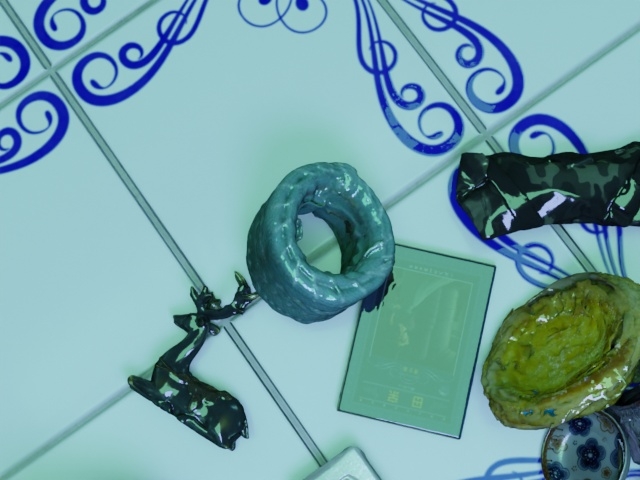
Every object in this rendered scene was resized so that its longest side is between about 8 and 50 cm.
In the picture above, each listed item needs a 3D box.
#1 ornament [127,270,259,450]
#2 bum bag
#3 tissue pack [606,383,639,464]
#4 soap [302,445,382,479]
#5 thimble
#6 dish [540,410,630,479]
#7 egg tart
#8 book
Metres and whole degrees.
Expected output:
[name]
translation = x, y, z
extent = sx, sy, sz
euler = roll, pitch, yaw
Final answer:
[ornament]
translation = -0.148, 0.169, 1.563
extent = 0.202, 0.080, 0.236
euler = 30, 83, 11
[bum bag]
translation = 0.371, -0.075, 1.569
extent = 0.340, 0.095, 0.144
euler = -4, 73, -3
[tissue pack]
translation = 0.607, 0.182, 1.414
extent = 0.394, 0.288, 0.124
euler = -26, 77, -1
[soap]
translation = 0.055, 0.403, 1.521
extent = 0.121, 0.064, 0.183
euler = -36, 81, -2
[thimble]
translation = 0.000, 0.000, 1.527
extent = 0.198, 0.143, 0.235
euler = 18, 65, -16
[dish]
translation = 0.399, 0.316, 1.512
extent = 0.141, 0.078, 0.141
euler = -23, 57, 41
[egg tart]
translation = 0.357, 0.169, 1.470
extent = 0.291, 0.291, 0.107
euler = -44, 114, -4
[book]
translation = 0.146, 0.147, 1.578
extent = 0.191, 0.025, 0.269
euler = 13, 81, 5
